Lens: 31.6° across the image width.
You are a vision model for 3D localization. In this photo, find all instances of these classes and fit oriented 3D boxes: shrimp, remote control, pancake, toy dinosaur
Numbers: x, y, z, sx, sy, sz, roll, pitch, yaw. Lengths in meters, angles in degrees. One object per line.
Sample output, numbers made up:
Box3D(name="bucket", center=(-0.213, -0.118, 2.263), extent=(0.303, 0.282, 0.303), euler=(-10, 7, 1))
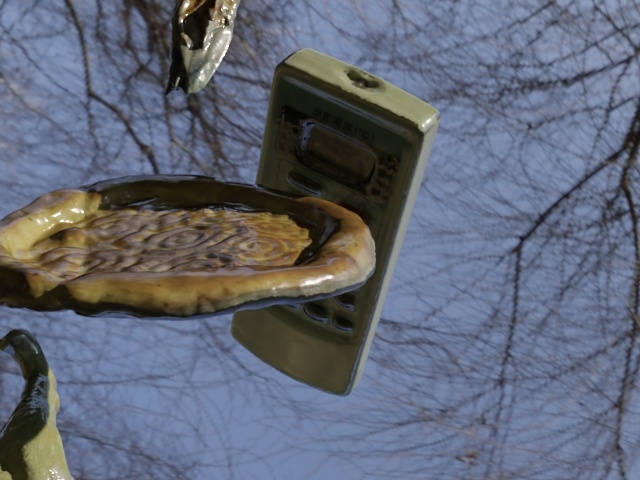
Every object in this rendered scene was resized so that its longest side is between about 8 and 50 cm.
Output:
Box3D(name="shrimp", center=(-0.093, -0.269, 0.982), extent=(0.062, 0.164, 0.317), euler=(6, -118, 0))
Box3D(name="remote control", center=(0.000, 0.000, 0.851), extent=(0.123, 0.038, 0.285), euler=(29, -49, 16))
Box3D(name="pancake", center=(-0.087, 0.001, 0.674), extent=(0.250, 0.250, 0.031), euler=(10, -71, 30))
Box3D(name="toy dinosaur", center=(-0.195, 0.148, 0.628), extent=(0.077, 0.294, 0.162), euler=(-36, -93, 19))
